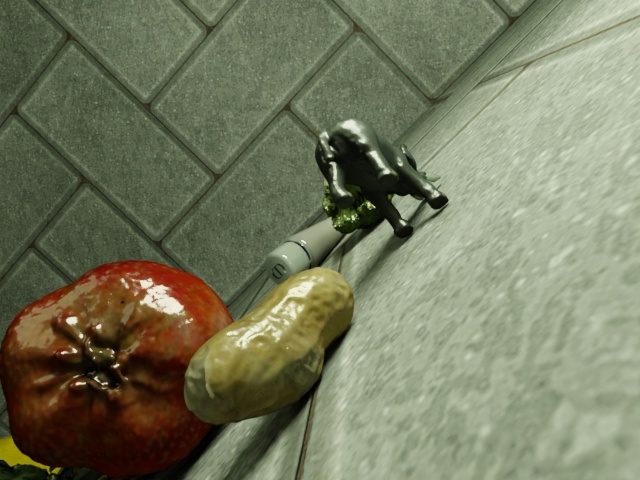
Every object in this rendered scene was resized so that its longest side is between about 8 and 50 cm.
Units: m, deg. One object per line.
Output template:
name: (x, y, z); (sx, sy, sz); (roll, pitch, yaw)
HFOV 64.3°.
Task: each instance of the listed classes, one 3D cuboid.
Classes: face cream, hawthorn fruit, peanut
face cream: (0.000, 0.000, 1.151); (0.143, 0.089, 0.314); (-40, -4, 42)
hawthorn fruit: (-0.246, 0.170, 0.697); (0.287, 0.287, 0.330); (-47, -7, -12)
peanut: (-0.039, 0.097, 0.492); (0.099, 0.099, 0.214); (-41, 2, 41)

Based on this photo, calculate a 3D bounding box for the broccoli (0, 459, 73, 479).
broccoli: (-0.433, 0.393, 0.611); (0.242, 0.273, 0.180); (-101, 30, -65)

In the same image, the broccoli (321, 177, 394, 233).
broccoli: (0.069, -0.083, 0.941); (0.145, 0.138, 0.162); (-50, 42, 9)

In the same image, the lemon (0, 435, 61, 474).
lemon: (-0.652, 0.548, 1.076); (0.245, 0.245, 0.320); (-45, 8, 9)

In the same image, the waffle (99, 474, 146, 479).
waffle: (-0.299, 0.356, 0.820); (0.228, 0.051, 0.231); (-46, 4, -5)

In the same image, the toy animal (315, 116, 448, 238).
toy animal: (0.095, -0.076, 0.653); (0.270, 0.137, 0.082); (13, -50, -46)

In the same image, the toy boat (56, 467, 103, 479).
toy boat: (-0.366, 0.353, 0.756); (0.210, 0.066, 0.084); (-53, 4, 7)
